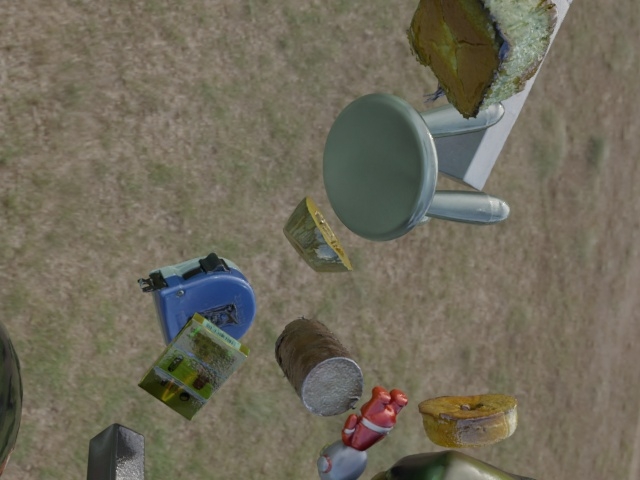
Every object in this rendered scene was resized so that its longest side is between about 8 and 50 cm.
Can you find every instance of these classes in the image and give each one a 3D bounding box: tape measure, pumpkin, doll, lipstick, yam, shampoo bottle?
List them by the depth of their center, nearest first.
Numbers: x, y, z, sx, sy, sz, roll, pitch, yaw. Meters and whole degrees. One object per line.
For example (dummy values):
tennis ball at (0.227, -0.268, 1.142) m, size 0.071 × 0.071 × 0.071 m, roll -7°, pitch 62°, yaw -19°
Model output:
yam at (-0.003, 0.140, 0.903) m, size 0.079 × 0.141 × 0.079 m, roll -4°, pitch 103°, yaw -16°
lipstick at (0.275, -0.260, 1.195) m, size 0.076 × 0.080 × 0.371 m, roll 18°, pitch 97°, yaw -55°
shampoo bottle at (-0.359, 0.444, 1.408) m, size 0.079 × 0.080 × 0.246 m, roll 38°, pitch 24°, yaw -35°
doll at (0.065, 0.370, 1.463) m, size 0.142 × 0.076 × 0.245 m, roll 18°, pitch 112°, yaw -46°
tape measure at (-0.239, 0.190, 1.668) m, size 0.215 × 0.098 × 0.351 m, roll -18°, pitch 131°, yaw -19°
pumpkin at (-0.016, 0.005, 1.946) m, size 0.110 × 0.217 × 0.217 m, roll -28°, pitch 124°, yaw 2°

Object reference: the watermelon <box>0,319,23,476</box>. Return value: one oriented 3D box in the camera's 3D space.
watermelon at (-0.295, 0.109, 0.497) m, size 0.212 × 0.212 × 0.212 m, roll -7°, pitch 99°, yaw -49°

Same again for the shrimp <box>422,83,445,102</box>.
shrimp at (0.255, -0.292, 1.452) m, size 0.056 × 0.165 × 0.065 m, roll 45°, pitch 23°, yaw -15°

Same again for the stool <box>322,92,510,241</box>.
stool at (0.134, -0.100, 1.118) m, size 0.199 × 0.195 × 0.195 m, roll -4°, pitch 93°, yaw -44°

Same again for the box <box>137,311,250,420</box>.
box at (-0.232, 0.232, 1.462) m, size 0.121 × 0.193 × 0.030 m, roll 37°, pitch 24°, yaw -9°

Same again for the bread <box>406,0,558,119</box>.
bread at (0.141, -0.193, 0.734) m, size 0.069 × 0.127 × 0.140 m, roll -29°, pitch 161°, yaw -18°

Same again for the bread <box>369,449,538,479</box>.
bread at (0.177, 0.368, 0.788) m, size 0.377 × 0.208 × 0.251 m, roll 31°, pitch 46°, yaw -22°

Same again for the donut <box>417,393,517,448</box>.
donut at (0.283, 0.345, 1.540) m, size 0.174 × 0.190 × 0.074 m, roll 174°, pitch -90°, yaw -87°
